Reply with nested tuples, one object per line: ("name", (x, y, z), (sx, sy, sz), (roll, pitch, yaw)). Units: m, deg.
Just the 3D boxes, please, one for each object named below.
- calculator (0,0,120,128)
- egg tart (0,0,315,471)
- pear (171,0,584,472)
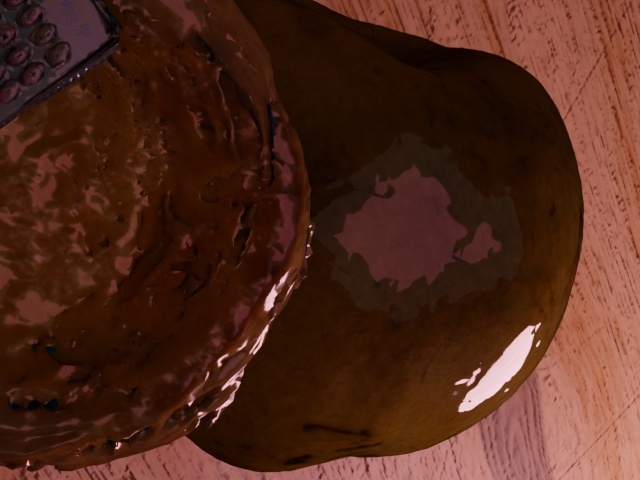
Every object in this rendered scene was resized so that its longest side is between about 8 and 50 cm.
("calculator", (-0.163, -0.055, 0.599), (0.172, 0.018, 0.057), (-37, 107, -7))
("egg tart", (-0.137, -0.028, 0.678), (0.291, 0.107, 0.290), (-4, 102, -18))
("pear", (0.000, 0.000, 0.883), (0.304, 0.304, 0.304), (-15, 111, -42))
